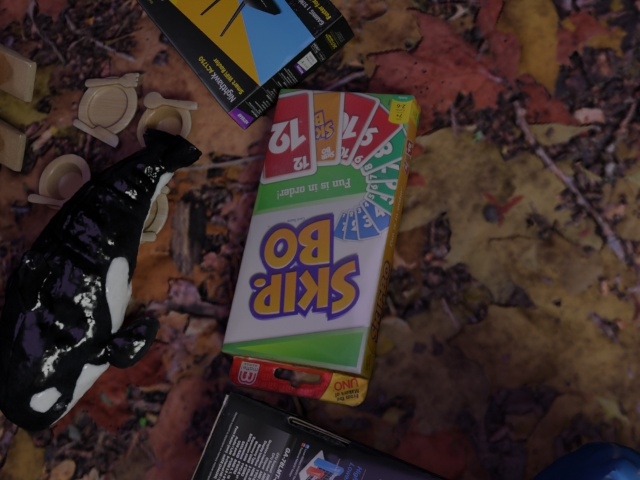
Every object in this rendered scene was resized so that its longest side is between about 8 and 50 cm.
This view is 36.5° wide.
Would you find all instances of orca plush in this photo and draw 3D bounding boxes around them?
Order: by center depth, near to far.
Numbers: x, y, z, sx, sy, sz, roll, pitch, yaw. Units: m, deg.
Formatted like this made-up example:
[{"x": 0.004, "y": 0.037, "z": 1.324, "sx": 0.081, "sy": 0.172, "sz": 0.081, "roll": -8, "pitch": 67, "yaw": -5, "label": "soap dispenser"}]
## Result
[{"x": -0.202, "y": 0.027, "z": 0.816, "sx": 0.151, "sy": 0.102, "sz": 0.287, "roll": 41, "pitch": 91, "yaw": 19, "label": "orca plush"}]

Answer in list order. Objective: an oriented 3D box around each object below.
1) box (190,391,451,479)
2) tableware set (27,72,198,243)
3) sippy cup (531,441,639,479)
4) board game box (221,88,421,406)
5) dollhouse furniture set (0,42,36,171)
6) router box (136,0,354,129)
[{"x": 0.011, "y": 0.296, "z": 0.685, "sx": 0.293, "sy": 0.073, "sz": 0.295, "roll": 18, "pitch": 79, "yaw": 22, "label": "box"}, {"x": -0.188, "y": -0.078, "z": 0.901, "sx": 0.141, "sy": 0.020, "sz": 0.168, "roll": 16, "pitch": 79, "yaw": 23, "label": "tableware set"}, {"x": 0.176, "y": 0.239, "z": 0.517, "sx": 0.224, "sy": 0.305, "sz": 0.240, "roll": 48, "pitch": 116, "yaw": 8, "label": "sippy cup"}, {"x": 0.000, "y": 0.000, "z": 0.806, "sx": 0.124, "sy": 0.039, "sz": 0.259, "roll": 6, "pitch": 78, "yaw": 21, "label": "board game box"}, {"x": -0.375, "y": -0.050, "z": 0.847, "sx": 0.135, "sy": 0.262, "sz": 0.259, "roll": 29, "pitch": 118, "yaw": 23, "label": "dollhouse furniture set"}, {"x": -0.074, "y": -0.208, "z": 0.888, "sx": 0.133, "sy": 0.046, "sz": 0.179, "roll": -41, "pitch": 65, "yaw": 4, "label": "router box"}]
